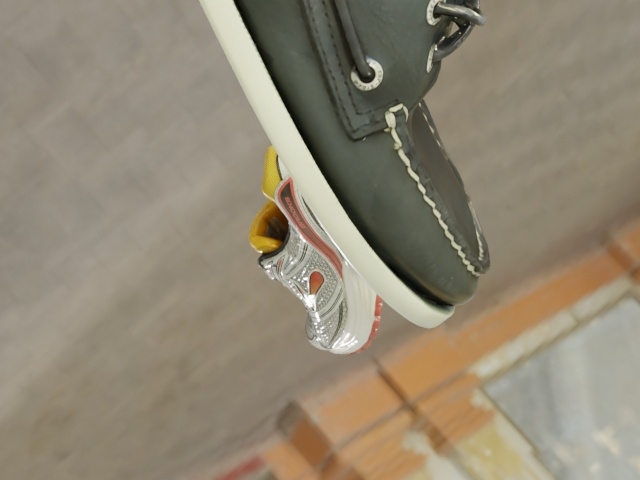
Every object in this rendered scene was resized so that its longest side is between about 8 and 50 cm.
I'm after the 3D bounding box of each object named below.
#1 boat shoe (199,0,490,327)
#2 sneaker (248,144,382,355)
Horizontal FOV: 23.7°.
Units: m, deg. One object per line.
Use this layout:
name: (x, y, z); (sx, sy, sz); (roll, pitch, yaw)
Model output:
boat shoe: (0.011, -0.112, 0.596); (0.113, 0.340, 0.127); (-25, -155, 11)
sneaker: (0.000, 0.000, 1.027); (0.092, 0.088, 0.225); (3, 144, 2)
